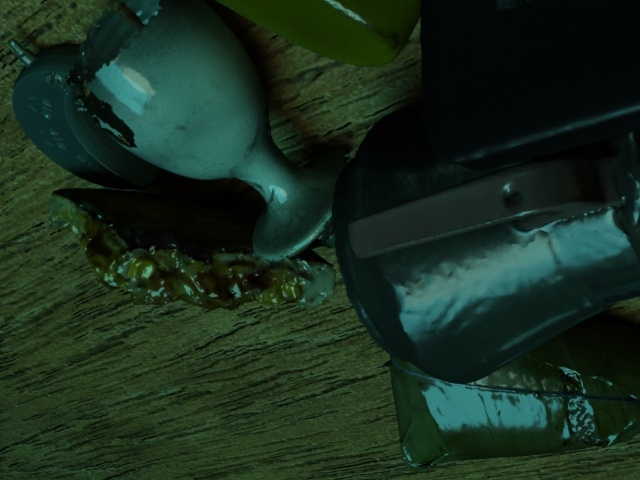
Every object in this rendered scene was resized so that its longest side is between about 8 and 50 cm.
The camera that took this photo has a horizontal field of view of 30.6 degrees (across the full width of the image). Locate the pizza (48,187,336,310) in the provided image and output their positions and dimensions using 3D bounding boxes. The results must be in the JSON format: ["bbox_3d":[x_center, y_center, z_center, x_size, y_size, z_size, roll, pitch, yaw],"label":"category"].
[{"bbox_3d":[-0.179,0.012,1.525,0.408,0.278,0.114,12,107,6],"label":"pizza"}]

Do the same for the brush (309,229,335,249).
[{"bbox_3d":[0.000,0.000,1.548,0.034,0.028,0.190,38,159,-17],"label":"brush"}]

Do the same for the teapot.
[{"bbox_3d":[0.202,-0.026,1.180,0.361,0.306,0.376,-19,170,33],"label":"teapot"}]

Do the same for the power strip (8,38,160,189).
[{"bbox_3d":[-0.323,-0.166,1.529,0.167,0.054,0.253,2,141,26],"label":"power strip"}]

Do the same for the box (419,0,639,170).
[{"bbox_3d":[0.210,-0.218,0.960,0.289,0.290,0.073,-15,156,40],"label":"box"}]

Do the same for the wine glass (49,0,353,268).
[{"bbox_3d":[-0.125,-0.139,1.340,0.357,0.190,0.190,40,142,-27],"label":"wine glass"}]

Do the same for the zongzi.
[{"bbox_3d":[0.242,0.100,1.508,0.356,0.174,0.393,-8,110,18],"label":"zongzi"}]

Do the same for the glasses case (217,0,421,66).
[{"bbox_3d":[-0.068,-0.304,1.095,0.371,0.141,0.173,28,169,-11],"label":"glasses case"}]
